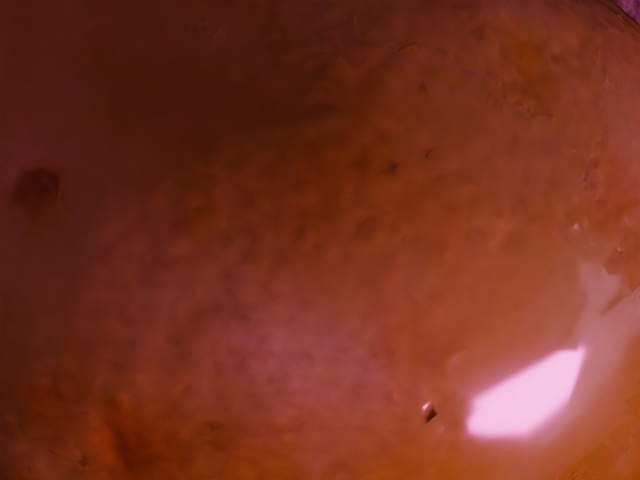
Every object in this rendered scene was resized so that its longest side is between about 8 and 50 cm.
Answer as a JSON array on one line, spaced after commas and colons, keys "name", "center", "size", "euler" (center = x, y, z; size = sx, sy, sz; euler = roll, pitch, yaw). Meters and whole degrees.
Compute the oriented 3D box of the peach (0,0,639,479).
[{"name": "peach", "center": [-0.005, -0.004, 0.730], "size": [0.314, 0.316, 0.281], "euler": [92, 6, -59]}]
